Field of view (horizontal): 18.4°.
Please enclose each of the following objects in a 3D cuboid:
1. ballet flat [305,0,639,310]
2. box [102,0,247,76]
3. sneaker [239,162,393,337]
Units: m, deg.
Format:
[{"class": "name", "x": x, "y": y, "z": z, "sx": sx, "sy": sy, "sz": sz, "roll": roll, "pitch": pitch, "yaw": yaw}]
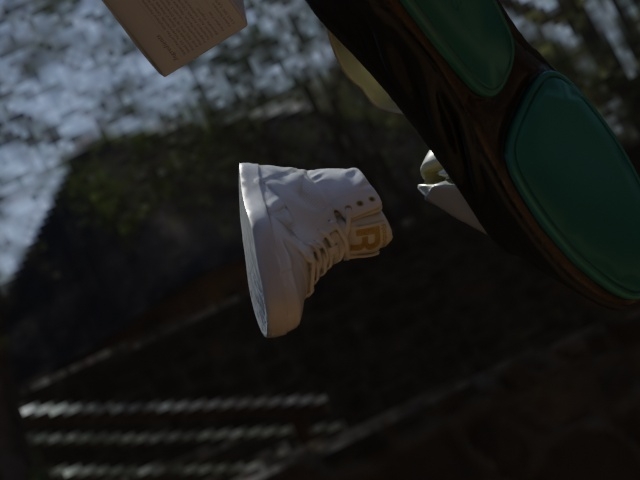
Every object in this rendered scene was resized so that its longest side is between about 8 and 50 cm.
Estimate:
[{"class": "ballet flat", "x": 0.081, "y": -0.073, "z": 1.055, "sx": 0.096, "sy": 0.280, "sz": 0.095, "roll": -8, "pitch": 37, "yaw": 47}, {"class": "box", "x": -0.180, "y": -0.312, "z": 2.193, "sx": 0.119, "sy": 0.182, "sz": 0.181, "roll": -31, "pitch": 30, "yaw": 13}, {"class": "sneaker", "x": 0.000, "y": 0.000, "z": 2.184, "sx": 0.169, "sy": 0.292, "sz": 0.108, "roll": -1, "pitch": -56, "yaw": -5}]
